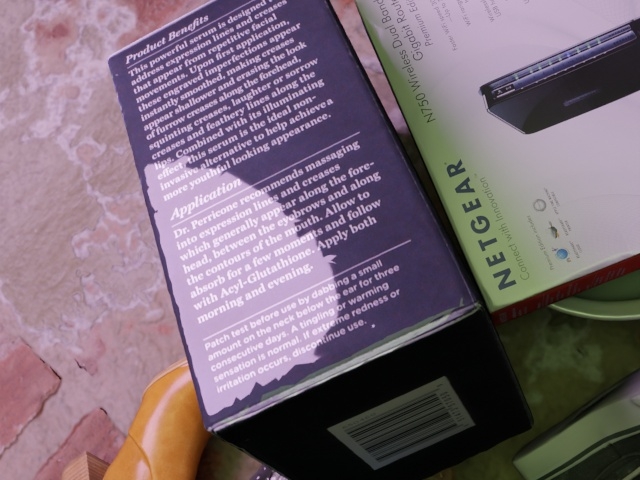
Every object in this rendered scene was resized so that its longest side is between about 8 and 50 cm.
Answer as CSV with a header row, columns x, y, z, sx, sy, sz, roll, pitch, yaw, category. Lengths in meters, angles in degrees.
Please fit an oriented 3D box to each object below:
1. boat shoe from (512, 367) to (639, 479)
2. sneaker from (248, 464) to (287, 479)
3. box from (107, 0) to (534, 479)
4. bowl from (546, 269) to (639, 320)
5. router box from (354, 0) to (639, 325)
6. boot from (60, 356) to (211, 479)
x,y,z,sx,sy,sz,roll,pitch,yaw,category
0.288,0.173,0.745,0.108,0.301,0.102,-27,73,-41,boat shoe
-0.041,0.348,0.844,0.145,0.147,0.384,28,66,21,sneaker
0.000,0.000,0.785,0.212,0.293,0.395,-26,56,7,box
0.283,-0.058,0.863,0.298,0.134,0.297,-3,76,12,bowl
0.230,-0.132,0.780,0.301,0.082,0.335,-23,72,7,router box
-0.150,0.259,0.866,0.295,0.104,0.211,-39,44,12,boot
